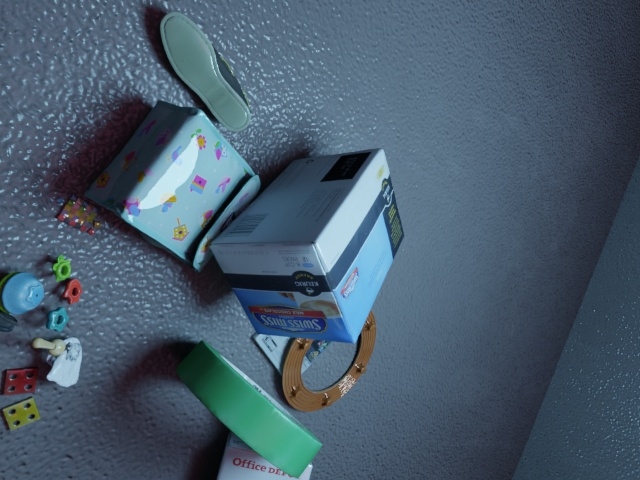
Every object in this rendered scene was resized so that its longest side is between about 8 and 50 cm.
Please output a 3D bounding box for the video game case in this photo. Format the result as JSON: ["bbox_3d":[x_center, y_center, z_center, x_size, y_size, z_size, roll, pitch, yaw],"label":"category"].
[{"bbox_3d":[-0.061,0.248,1.116,0.173,0.022,0.190,-41,123,-21],"label":"video game case"}]

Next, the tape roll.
[{"bbox_3d":[-0.143,0.332,0.880,0.077,0.321,0.321,-48,126,-17],"label":"tape roll"}]

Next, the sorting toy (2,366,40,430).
[{"bbox_3d":[-0.595,0.274,0.692,0.274,0.046,0.132,10,97,-40],"label":"sorting toy"}]

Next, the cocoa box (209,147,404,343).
[{"bbox_3d":[0.000,0.000,0.884,0.347,0.231,0.228,-55,134,-45],"label":"cocoa box"}]

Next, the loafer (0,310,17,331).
[{"bbox_3d":[-0.535,0.078,0.674,0.061,0.062,0.170,-51,131,-23],"label":"loafer"}]

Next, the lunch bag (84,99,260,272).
[{"bbox_3d":[-0.237,-0.080,0.802,0.223,0.160,0.262,-58,143,-15],"label":"lunch bag"}]

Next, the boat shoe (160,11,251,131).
[{"bbox_3d":[-0.210,-0.311,0.814,0.081,0.068,0.227,-26,122,11],"label":"boat shoe"}]

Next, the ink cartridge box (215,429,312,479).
[{"bbox_3d":[-0.154,0.610,1.012,0.201,0.117,0.278,16,85,-7],"label":"ink cartridge box"}]

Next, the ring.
[{"bbox_3d":[0.040,0.315,1.183,0.337,0.032,0.336,-18,120,-35],"label":"ring"}]

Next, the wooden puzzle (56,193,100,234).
[{"bbox_3d":[-0.420,-0.047,0.762,0.083,0.006,0.049,36,80,-39],"label":"wooden puzzle"}]

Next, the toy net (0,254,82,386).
[{"bbox_3d":[-0.461,0.146,0.757,0.122,0.045,0.232,-64,155,-60],"label":"toy net"}]
